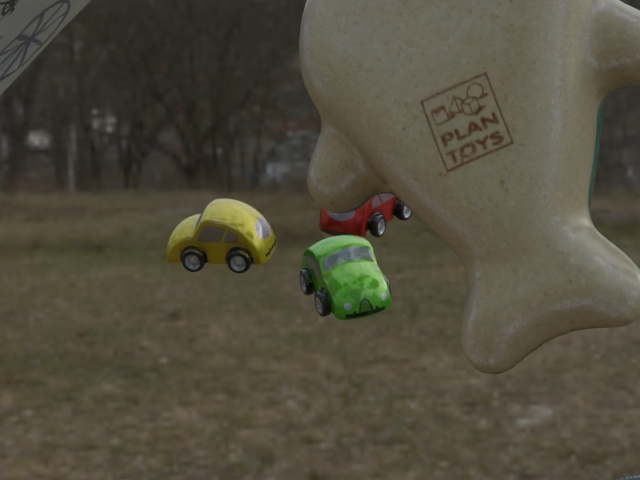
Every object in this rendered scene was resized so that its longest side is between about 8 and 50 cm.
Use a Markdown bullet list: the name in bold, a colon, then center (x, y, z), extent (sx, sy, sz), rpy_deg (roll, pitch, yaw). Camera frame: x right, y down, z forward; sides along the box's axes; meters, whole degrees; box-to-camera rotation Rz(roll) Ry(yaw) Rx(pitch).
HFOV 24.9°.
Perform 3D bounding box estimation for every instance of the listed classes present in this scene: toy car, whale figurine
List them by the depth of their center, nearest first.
- **whale figurine**: center (0.098, -0.062, 0.818), extent (0.216, 0.272, 0.141), rpy_deg (-25, -18, 16)
- **toy car**: center (0.000, 0.000, 1.237), extent (0.239, 0.053, 0.225), rpy_deg (-14, 25, -16)

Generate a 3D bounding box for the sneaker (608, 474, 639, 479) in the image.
- **sneaker**: center (0.147, 0.262, 1.026), extent (0.281, 0.162, 0.106), rpy_deg (-8, 23, 30)

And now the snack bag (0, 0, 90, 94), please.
- **snack bag**: center (-0.268, -0.131, 1.020), extent (0.323, 0.037, 0.342), rpy_deg (-47, 1, -6)
